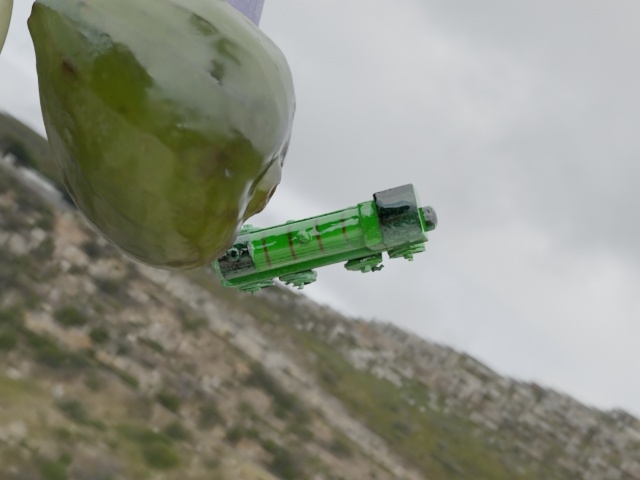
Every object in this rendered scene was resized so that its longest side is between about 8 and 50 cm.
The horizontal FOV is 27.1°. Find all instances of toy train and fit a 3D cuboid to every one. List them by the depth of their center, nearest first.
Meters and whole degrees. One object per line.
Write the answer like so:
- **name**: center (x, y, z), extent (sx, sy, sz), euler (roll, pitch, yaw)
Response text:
- **toy train**: center (0.000, 0.000, 1.415), extent (0.119, 0.251, 0.085), euler (35, 41, -79)

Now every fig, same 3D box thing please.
- **fig**: center (-0.127, -0.098, 0.986), extent (0.225, 0.203, 0.203), euler (35, -5, -2)

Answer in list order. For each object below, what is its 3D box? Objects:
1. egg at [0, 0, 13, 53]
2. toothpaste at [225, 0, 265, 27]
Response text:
- **egg**: center (-0.269, -0.169, 0.746), extent (0.186, 0.241, 0.186), euler (-8, 10, 1)
- **toothpaste**: center (-0.095, -0.212, 1.263), extent (0.080, 0.371, 0.125), euler (-3, -26, 26)
